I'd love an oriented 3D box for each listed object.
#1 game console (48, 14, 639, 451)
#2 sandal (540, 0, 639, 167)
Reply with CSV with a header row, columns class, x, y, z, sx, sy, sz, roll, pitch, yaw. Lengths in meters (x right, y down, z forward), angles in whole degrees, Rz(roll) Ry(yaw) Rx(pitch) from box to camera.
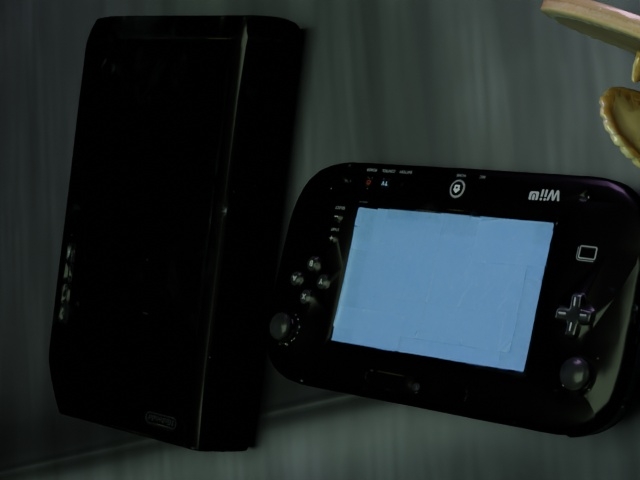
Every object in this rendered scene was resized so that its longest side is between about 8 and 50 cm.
class,x,y,z,sx,sy,sz,roll,pitch,yaw
game console,0.000,0.000,0.778,0.361,0.044,0.213,6,90,44
sandal,0.159,-0.019,0.592,0.240,0.088,0.079,26,98,38
